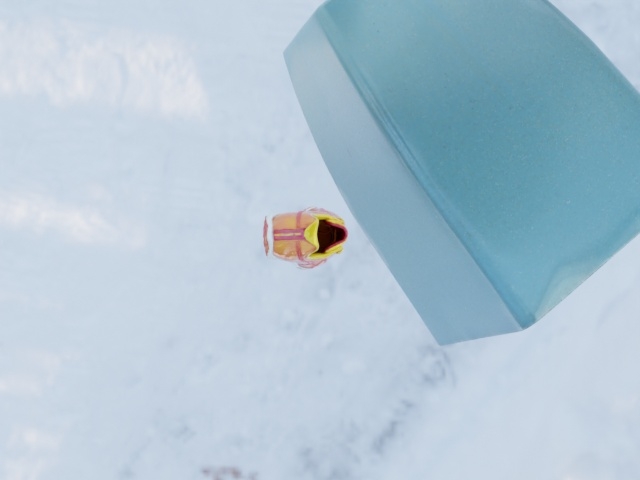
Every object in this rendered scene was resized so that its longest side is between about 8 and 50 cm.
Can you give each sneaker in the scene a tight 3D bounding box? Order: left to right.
[{"bbox_3d":[0.000,0.000,1.259,0.067,0.175,0.064,1,95,16],"label":"sneaker"}]

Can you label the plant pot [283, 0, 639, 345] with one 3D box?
[{"bbox_3d":[0.095,-0.077,0.869,0.165,0.165,0.234,-38,93,-16],"label":"plant pot"}]
